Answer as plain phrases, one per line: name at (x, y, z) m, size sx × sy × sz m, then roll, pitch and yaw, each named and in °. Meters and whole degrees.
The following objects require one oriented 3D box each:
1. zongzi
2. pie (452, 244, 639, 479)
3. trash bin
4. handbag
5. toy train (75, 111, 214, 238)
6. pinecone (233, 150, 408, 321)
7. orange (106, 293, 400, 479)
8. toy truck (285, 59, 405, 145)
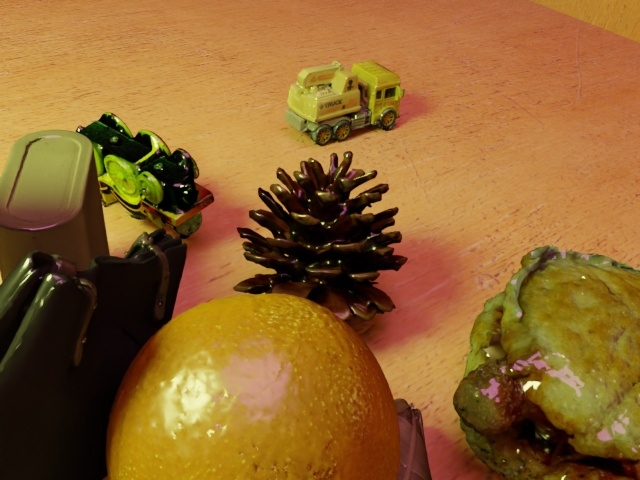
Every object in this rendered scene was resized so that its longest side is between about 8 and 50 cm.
zongzi at (0.111, 0.277, 0.714) m, size 0.176 × 0.078 × 0.160 m, roll 34°, pitch 44°, yaw 16°
pie at (0.388, 0.199, 0.783) m, size 0.418 × 0.180 × 0.395 m, roll 27°, pitch 43°, yaw 11°
trash bin at (-0.345, 0.014, 0.831) m, size 0.121 × 0.247 × 0.243 m, roll -1°, pitch 37°, yaw -13°
handbag at (-0.245, 0.124, 0.581) m, size 0.152 × 0.288 × 0.342 m, roll 31°, pitch 8°, yaw 4°
toy train at (-0.304, -0.105, 1.063) m, size 0.296 × 0.160 × 0.100 m, roll 29°, pitch 52°, yaw 29°
pinecone at (0.003, -0.003, 0.919) m, size 0.264 × 0.264 × 0.264 m, roll 5°, pitch 38°, yaw -4°
orange at (-0.057, 0.183, 0.575) m, size 0.274 × 0.274 × 0.274 m, roll 5°, pitch 38°, yaw -4°
toy truck at (0.054, -0.321, 1.398) m, size 0.272 × 0.157 × 0.124 m, roll -19°, pitch 45°, yaw -29°
